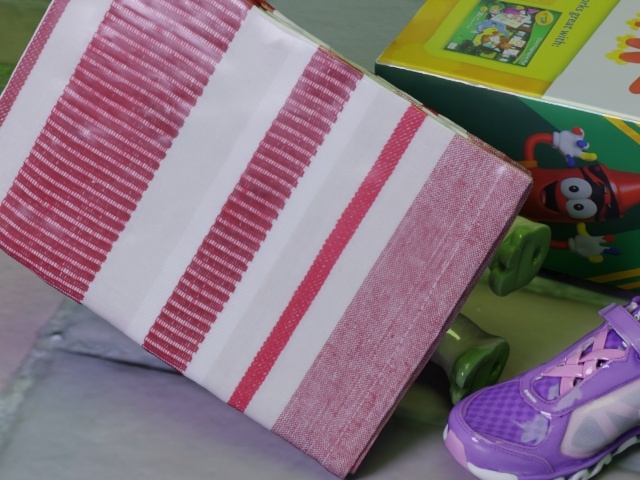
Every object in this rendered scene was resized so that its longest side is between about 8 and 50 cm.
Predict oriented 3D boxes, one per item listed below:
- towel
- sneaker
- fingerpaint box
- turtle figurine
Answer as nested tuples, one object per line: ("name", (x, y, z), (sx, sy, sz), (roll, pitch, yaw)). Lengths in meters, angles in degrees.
("towel", (-0.057, -0.029, 1.124), (0.329, 0.237, 0.037), (33, 13, 7))
("sneaker", (0.191, 0.088, 1.143), (0.236, 0.104, 0.095), (-14, 40, -17))
("fingerpaint box", (0.296, -0.143, 1.406), (0.371, 0.163, 0.445), (15, 39, 19))
("turtle figurine", (0.000, 0.000, 1.187), (0.266, 0.275, 0.198), (27, 78, 25))
